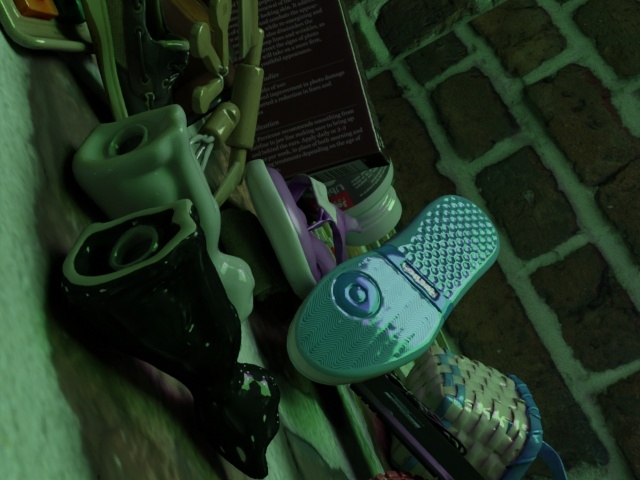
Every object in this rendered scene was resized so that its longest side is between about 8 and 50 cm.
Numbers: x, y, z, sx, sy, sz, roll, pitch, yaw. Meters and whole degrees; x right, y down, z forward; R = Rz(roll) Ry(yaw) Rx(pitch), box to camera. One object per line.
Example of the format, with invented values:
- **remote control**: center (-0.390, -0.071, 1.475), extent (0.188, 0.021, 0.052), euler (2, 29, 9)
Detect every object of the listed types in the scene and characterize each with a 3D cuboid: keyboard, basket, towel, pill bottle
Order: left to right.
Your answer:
- **towel**: center (-0.073, 0.013, 0.954), extent (0.110, 0.027, 0.148), euler (62, 8, 4)
- **pill bottle**: center (0.017, -0.143, 1.472), extent (0.318, 0.176, 0.176), euler (56, 11, -35)
- **keyboard**: center (0.100, 0.209, 1.024), extent (0.317, 0.033, 0.201), euler (45, 9, 23)
- **basket**: center (0.239, 0.295, 1.222), extent (0.289, 0.201, 0.255), euler (30, 14, -5)

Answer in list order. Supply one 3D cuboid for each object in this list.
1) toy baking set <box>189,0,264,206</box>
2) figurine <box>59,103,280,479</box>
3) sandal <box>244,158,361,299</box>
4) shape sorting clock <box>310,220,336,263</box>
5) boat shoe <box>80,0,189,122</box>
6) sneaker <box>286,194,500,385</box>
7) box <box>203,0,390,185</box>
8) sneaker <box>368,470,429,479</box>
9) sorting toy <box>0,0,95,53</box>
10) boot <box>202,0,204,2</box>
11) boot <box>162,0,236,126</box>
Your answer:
- **toy baking set**: center (-0.099, -0.118, 0.811), extent (0.197, 0.030, 0.256), euler (-17, 115, -76)
- **figurine**: center (-0.093, 0.036, 0.622), extent (0.215, 0.092, 0.209), euler (-108, 175, -53)
- **sandal**: center (-0.007, -0.014, 1.042), extent (0.169, 0.102, 0.416), euler (63, 0, 10)
- **shape sorting clock**: center (0.037, 0.060, 1.412), extent (0.206, 0.040, 0.206), euler (60, 9, -16)
- **boat shoe**: center (-0.150, -0.162, 0.748), extent (0.080, 0.073, 0.223), euler (-81, 158, -68)
- **sneaker**: center (0.055, 0.089, 0.969), extent (0.319, 0.208, 0.127), euler (-32, 79, -40)
- **box**: center (-0.043, -0.269, 1.253), extent (0.143, 0.191, 0.381), euler (13, 62, -79)
- **sneaker**: center (0.140, 0.349, 0.921), extent (0.299, 0.112, 0.121), euler (42, 0, -31)
- **sorting toy**: center (-0.240, -0.243, 0.701), extent (0.196, 0.047, 0.347), euler (61, 9, -7)
- **boot**: center (-0.199, -0.380, 1.281), extent (0.208, 0.076, 0.189), euler (-11, 87, -74)
- **boot**: center (-0.194, -0.273, 0.937), extent (0.280, 0.096, 0.264), euler (52, 21, -28)
